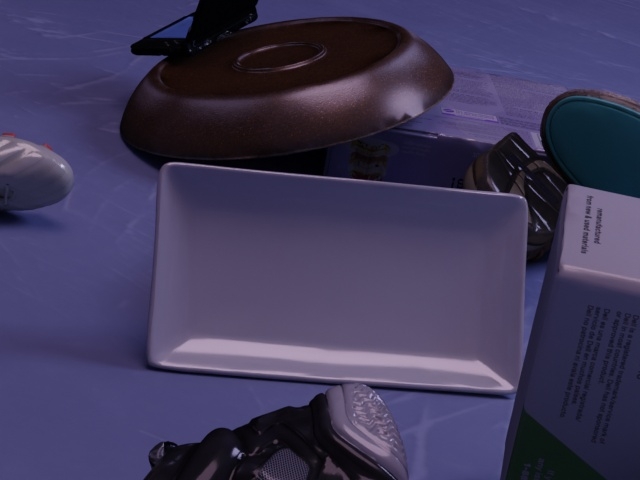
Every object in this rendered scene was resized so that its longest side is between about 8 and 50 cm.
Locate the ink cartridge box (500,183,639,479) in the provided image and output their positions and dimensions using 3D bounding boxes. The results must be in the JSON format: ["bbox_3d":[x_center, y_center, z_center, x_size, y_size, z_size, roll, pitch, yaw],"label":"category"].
[{"bbox_3d":[0.258,0.103,1.176,0.278,0.201,0.117,12,30,4],"label":"ink cartridge box"}]

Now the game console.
[{"bbox_3d":[-0.111,-0.224,1.868,0.107,0.071,0.122,4,24,32],"label":"game console"}]

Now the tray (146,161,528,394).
[{"bbox_3d":[0.013,0.029,1.391,0.270,0.145,0.030,5,-7,-14],"label":"tray"}]

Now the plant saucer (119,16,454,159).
[{"bbox_3d":[-0.034,-0.148,1.809,0.310,0.050,0.310,-9,20,3],"label":"plant saucer"}]

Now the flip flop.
[{"bbox_3d":[0.162,-0.023,1.646,0.112,0.080,0.277,46,17,7],"label":"flip flop"}]

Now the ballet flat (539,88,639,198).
[{"bbox_3d":[0.337,-0.034,1.734,0.316,0.108,0.106,33,14,16],"label":"ballet flat"}]

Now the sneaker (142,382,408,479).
[{"bbox_3d":[-0.015,0.184,1.009,0.153,0.101,0.269,-9,36,-7],"label":"sneaker"}]

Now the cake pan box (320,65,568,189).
[{"bbox_3d":[0.131,-0.105,1.885,0.266,0.070,0.246,8,22,-7],"label":"cake pan box"}]

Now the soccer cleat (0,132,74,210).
[{"bbox_3d":[-0.291,-0.047,1.532,0.196,0.068,0.076,8,35,-3],"label":"soccer cleat"}]

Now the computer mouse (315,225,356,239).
[{"bbox_3d":[0.000,0.000,1.548,0.188,0.072,0.272,9,8,0],"label":"computer mouse"}]
